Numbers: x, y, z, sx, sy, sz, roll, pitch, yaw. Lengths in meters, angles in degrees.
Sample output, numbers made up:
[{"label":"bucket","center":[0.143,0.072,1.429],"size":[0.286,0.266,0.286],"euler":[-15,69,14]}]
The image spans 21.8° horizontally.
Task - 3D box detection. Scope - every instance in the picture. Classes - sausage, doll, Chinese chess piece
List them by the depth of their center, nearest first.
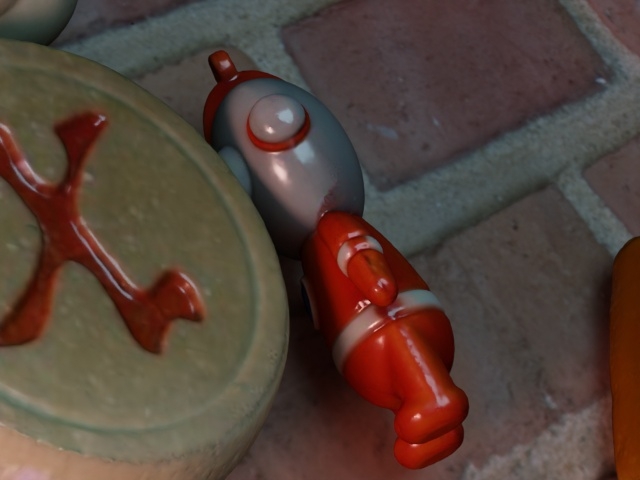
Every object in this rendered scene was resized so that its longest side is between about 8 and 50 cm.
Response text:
[{"label":"Chinese chess piece","center":[-0.182,0.032,1.038],"size":[0.338,0.140,0.338],"euler":[23,44,-24]},{"label":"doll","center":[0.000,0.000,1.168],"size":[0.105,0.200,0.336],"euler":[-27,71,-7]},{"label":"sausage","center":[0.274,0.097,1.295],"size":[0.098,0.098,0.238],"euler":[16,56,-17]}]

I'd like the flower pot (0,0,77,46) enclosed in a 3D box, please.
[{"label":"flower pot","center":[-0.275,-0.219,1.143],"size":[0.246,0.195,0.246],"euler":[13,51,-16]}]
